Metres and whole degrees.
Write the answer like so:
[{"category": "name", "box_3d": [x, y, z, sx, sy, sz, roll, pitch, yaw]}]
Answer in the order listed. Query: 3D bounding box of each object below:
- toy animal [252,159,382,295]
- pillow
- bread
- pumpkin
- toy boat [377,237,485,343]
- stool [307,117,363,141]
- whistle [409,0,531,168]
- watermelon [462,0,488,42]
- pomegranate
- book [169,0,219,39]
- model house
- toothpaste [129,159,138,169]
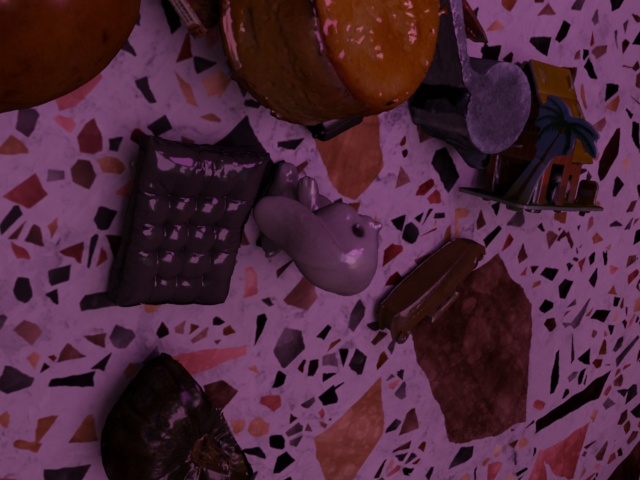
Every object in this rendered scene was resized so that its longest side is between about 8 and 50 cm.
[{"category": "toy animal", "box_3d": [-0.015, -0.012, 1.408, 0.249, 0.289, 0.174, 39, 86, -17]}, {"category": "pillow", "box_3d": [-0.233, -0.026, 1.325, 0.228, 0.101, 0.326, 3, 114, -33]}, {"category": "bread", "box_3d": [0.016, -0.369, 1.223, 0.398, 0.215, 0.398, -8, 101, -47]}, {"category": "pumpkin", "box_3d": [-0.275, 0.397, 1.393, 0.232, 0.242, 0.325, -42, 122, -24]}, {"category": "toy boat", "box_3d": [0.265, 0.113, 1.745, 0.321, 0.089, 0.121, -41, 131, -17]}, {"category": "stool", "box_3d": [0.022, -0.246, 1.438, 0.110, 0.096, 0.096, -34, 124, -15]}, {"category": "whistle", "box_3d": [0.272, -0.325, 1.528, 0.188, 0.168, 0.405, -53, 128, -6]}, {"category": "watermelon", "box_3d": [0.273, -0.464, 1.543, 0.069, 0.087, 0.163, -31, 130, 25]}, {"category": "pomegranate", "box_3d": [-0.429, -0.350, 0.922, 0.416, 0.416, 0.416, -13, 115, -30]}, {"category": "book", "box_3d": [-0.220, -0.562, 1.110, 0.428, 0.039, 0.300, 56, 50, -37]}, {"category": "model house", "box_3d": [0.539, -0.218, 1.650, 0.300, 0.340, 0.323, -1, 104, -36]}, {"category": "toothpaste", "box_3d": [-0.247, -0.111, 1.346, 0.204, 0.031, 0.049, 15, 101, -39]}]
